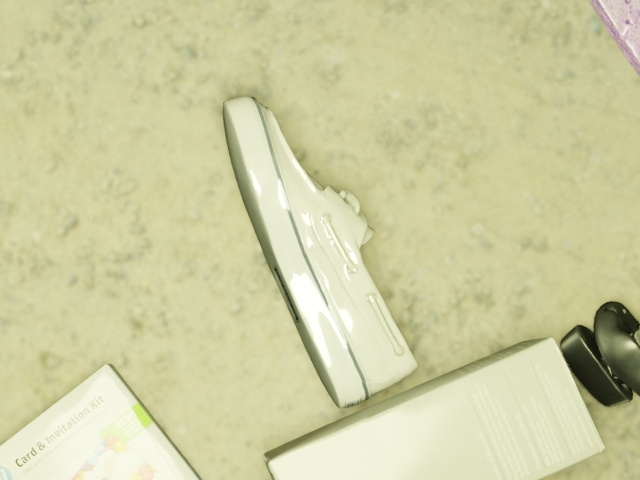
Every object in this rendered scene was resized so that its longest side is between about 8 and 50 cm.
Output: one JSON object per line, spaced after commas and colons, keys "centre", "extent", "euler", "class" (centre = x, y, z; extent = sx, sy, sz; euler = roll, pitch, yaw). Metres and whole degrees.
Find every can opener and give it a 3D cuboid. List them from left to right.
{"centre": [0.277, 0.126, 1.288], "extent": [0.186, 0.073, 0.059], "euler": [46, 46, -3], "class": "can opener"}

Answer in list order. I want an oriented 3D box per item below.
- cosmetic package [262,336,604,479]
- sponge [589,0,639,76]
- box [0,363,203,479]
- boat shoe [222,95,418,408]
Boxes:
{"centre": [0.081, 0.163, 1.230], "extent": [0.238, 0.127, 0.107], "euler": [-26, 87, -3], "class": "cosmetic package"}
{"centre": [0.335, -0.212, 1.319], "extent": [0.210, 0.031, 0.117], "euler": [-33, 89, -5], "class": "sponge"}
{"centre": [-0.165, 0.212, 1.255], "extent": [0.145, 0.038, 0.186], "euler": [-38, 88, -6], "class": "box"}
{"centre": [0.000, 0.000, 1.261], "extent": [0.084, 0.095, 0.258], "euler": [-23, 98, -9], "class": "boat shoe"}
